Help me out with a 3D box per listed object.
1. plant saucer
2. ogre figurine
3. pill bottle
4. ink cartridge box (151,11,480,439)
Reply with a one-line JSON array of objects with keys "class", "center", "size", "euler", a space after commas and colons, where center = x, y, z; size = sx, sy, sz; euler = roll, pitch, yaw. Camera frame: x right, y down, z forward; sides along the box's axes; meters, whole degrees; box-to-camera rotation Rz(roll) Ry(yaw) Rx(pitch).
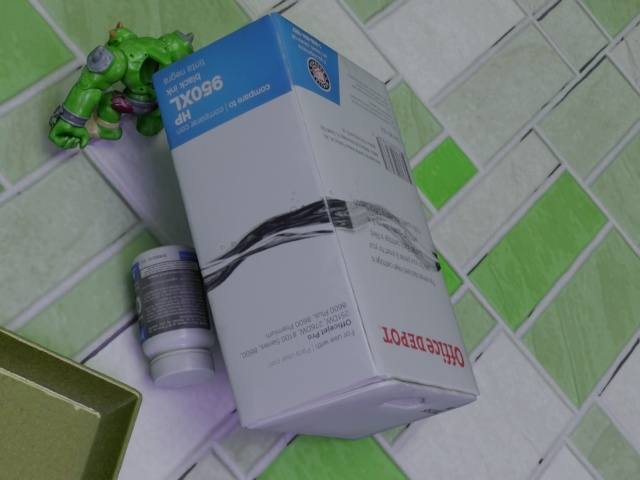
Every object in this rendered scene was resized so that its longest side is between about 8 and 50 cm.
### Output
[{"class": "plant saucer", "center": [-0.283, 0.195, 1.277], "size": [0.188, 0.045, 0.188], "euler": [28, 53, -20]}, {"class": "ogre figurine", "center": [-0.202, -0.170, 1.468], "size": [0.197, 0.118, 0.097], "euler": [-3, 43, -32]}, {"class": "pill bottle", "center": [-0.152, 0.081, 1.406], "size": [0.078, 0.078, 0.137], "euler": [4, 64, -33]}, {"class": "ink cartridge box", "center": [0.000, 0.000, 1.427], "size": [0.285, 0.166, 0.395], "euler": [21, 50, -62]}]
